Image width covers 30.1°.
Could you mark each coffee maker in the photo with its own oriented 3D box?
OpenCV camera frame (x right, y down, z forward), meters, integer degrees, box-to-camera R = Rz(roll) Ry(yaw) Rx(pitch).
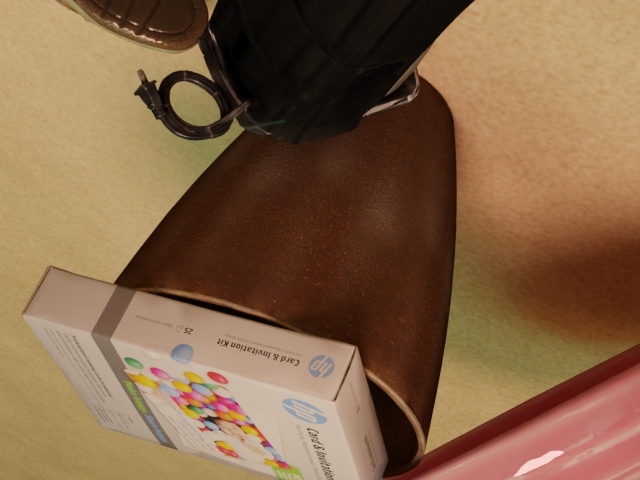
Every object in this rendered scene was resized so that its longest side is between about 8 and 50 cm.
[{"bbox_3d":[0.016,-0.128,0.607,0.120,0.171,0.178,43,148,0],"label":"coffee maker"}]

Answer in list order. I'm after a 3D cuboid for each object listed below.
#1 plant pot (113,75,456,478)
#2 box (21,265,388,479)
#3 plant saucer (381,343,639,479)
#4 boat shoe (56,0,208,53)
[{"bbox_3d":[0.000,0.000,0.770,0.215,0.230,0.215,18,151,10],"label":"plant pot"},{"bbox_3d":[-0.060,0.086,0.679,0.186,0.038,0.145,12,149,18],"label":"box"},{"bbox_3d":[0.175,0.140,0.797,0.084,0.332,0.332,63,151,9],"label":"plant saucer"},{"bbox_3d":[-0.156,-0.178,0.775,0.190,0.068,0.072,35,164,0],"label":"boat shoe"}]
